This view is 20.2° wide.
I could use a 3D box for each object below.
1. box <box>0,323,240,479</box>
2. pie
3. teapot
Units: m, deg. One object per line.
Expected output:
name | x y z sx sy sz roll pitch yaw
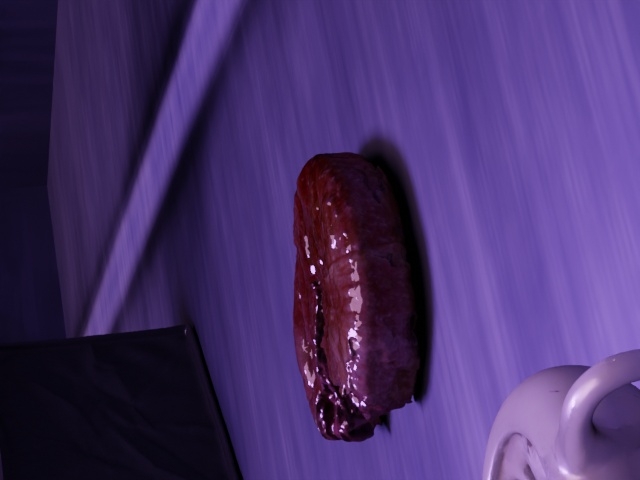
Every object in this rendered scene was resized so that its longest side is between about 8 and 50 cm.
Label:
box | -0.237 0.276 1.985 0.345 0.251 0.204 -115 24 -55
pie | 0.020 0.040 1.257 0.218 0.054 0.204 164 100 -79
teapot | 0.119 0.119 0.774 0.226 0.092 0.145 100 158 -44
